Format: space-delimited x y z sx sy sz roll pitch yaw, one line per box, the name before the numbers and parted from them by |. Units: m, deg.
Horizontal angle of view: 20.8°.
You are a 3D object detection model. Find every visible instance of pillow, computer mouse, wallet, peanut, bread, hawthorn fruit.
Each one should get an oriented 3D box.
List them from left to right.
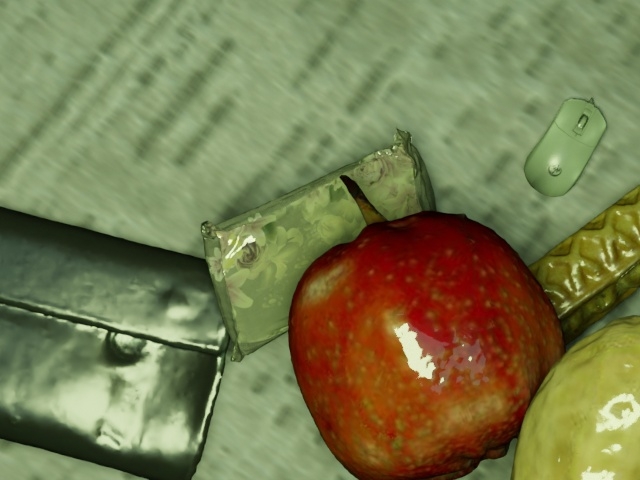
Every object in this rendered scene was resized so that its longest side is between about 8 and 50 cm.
wallet | -0.294 0.087 1.720 0.406 0.062 0.228 14 87 -3
pillow | 0.000 0.000 1.706 0.255 0.059 0.169 -25 120 -19
hawthorn fruit | 0.083 0.074 1.630 0.254 0.254 0.300 -26 76 -3
computer mouse | 0.250 -0.097 1.767 0.056 0.032 0.110 31 87 -2
peanut | 0.229 0.252 1.494 0.169 0.192 0.387 12 86 5
bread | 0.312 0.002 1.745 0.367 0.084 0.077 -36 46 -1
